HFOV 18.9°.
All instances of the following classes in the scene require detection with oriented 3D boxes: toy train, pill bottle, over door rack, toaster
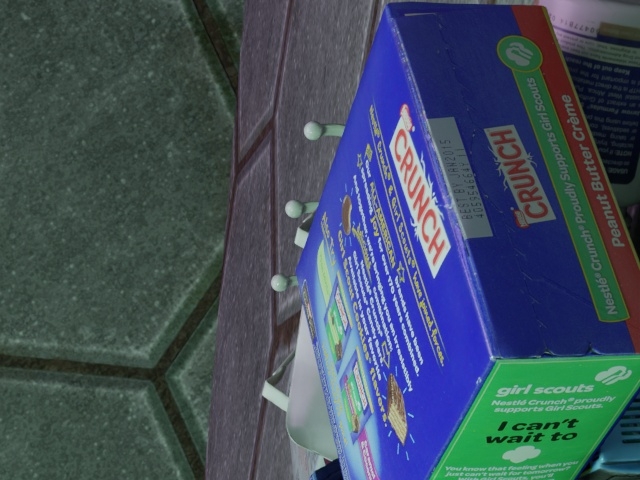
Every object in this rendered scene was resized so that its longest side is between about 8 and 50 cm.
[{"bbox_3d":[0.189,0.118,1.308,0.184,0.080,0.105,125,143,-71],"label":"toy train"},{"bbox_3d":[0.188,-0.083,1.331,0.112,0.112,0.186,-110,28,-69],"label":"pill bottle"},{"bbox_3d":[0.000,0.000,2.158,0.324,0.108,0.239,-64,-11,-53],"label":"over door rack"},{"bbox_3d":[0.062,0.111,1.763,0.168,0.110,0.185,-11,-67,-57],"label":"toaster"}]

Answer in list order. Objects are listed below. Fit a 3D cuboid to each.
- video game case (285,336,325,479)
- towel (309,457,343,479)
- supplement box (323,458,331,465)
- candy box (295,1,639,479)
[{"bbox_3d":[0.013,0.183,2.342,0.269,0.061,0.244,-98,16,-54],"label":"video game case"},{"bbox_3d":[0.056,0.333,1.588,0.243,0.040,0.336,-15,-81,-71],"label":"towel"},{"bbox_3d":[0.052,0.204,2.040,0.188,0.081,0.104,-109,27,-68],"label":"supplement box"},{"bbox_3d":[0.090,0.041,1.279,0.317,0.122,0.268,109,153,-55],"label":"candy box"}]
